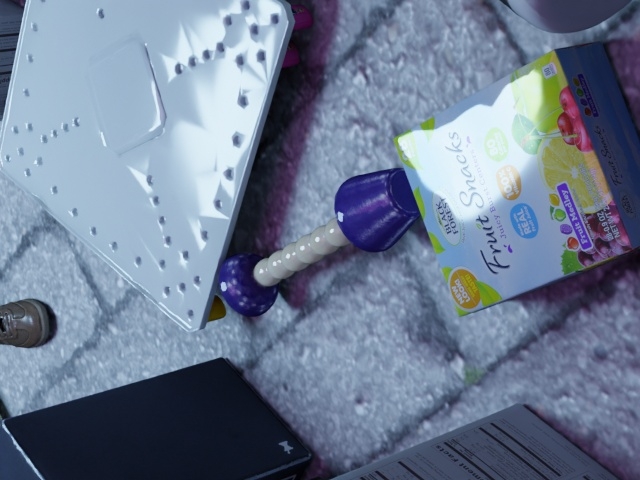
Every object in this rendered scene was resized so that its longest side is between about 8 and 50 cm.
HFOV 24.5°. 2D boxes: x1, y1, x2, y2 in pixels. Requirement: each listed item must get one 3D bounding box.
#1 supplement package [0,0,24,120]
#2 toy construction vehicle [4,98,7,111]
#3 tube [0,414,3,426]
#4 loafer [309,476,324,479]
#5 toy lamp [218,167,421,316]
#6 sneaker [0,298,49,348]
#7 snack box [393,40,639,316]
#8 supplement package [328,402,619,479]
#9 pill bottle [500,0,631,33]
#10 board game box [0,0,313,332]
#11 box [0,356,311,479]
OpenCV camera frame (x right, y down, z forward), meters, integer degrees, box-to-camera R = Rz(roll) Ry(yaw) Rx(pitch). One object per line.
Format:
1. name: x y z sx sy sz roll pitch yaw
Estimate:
1. supplement package: -0.522 -0.255 1.845 0.262 0.204 0.145 34 123 37
2. toy construction vehicle: -0.350 -0.142 1.823 0.086 0.035 0.098 16 113 34
3. tube: -0.517 0.169 2.071 0.070 0.062 0.240 -34 63 1
4. loafer: -0.021 0.342 1.571 0.078 0.080 0.220 36 130 24
5. toy lamp: 0.000 0.000 1.446 0.274 0.080 0.080 -29 79 46
6. sneaker: -0.430 0.117 1.944 0.188 0.071 0.066 -7 95 48
7. snack box: 0.175 -0.047 1.249 0.207 0.070 0.174 -28 80 49
8. supplement package: 0.127 0.301 1.251 0.198 0.262 0.199 37 126 35
9. pill bottle: 0.119 -0.323 1.147 0.334 0.188 0.188 45 130 30
10. board game box: -0.197 -0.160 1.615 0.390 0.050 0.390 37 123 32
11. box: -0.207 0.312 1.593 0.183 0.296 0.294 45 129 30
